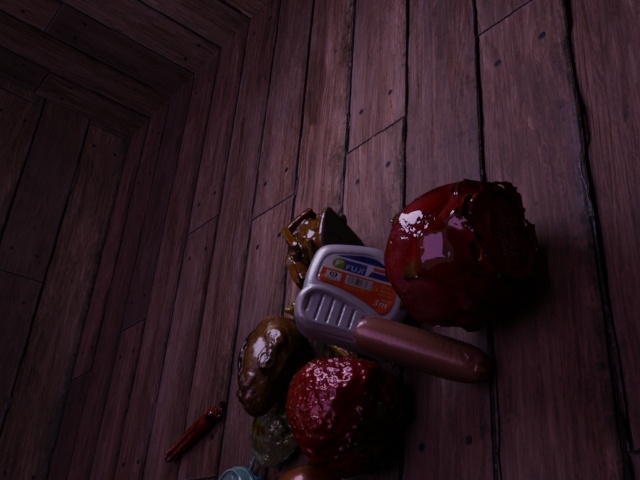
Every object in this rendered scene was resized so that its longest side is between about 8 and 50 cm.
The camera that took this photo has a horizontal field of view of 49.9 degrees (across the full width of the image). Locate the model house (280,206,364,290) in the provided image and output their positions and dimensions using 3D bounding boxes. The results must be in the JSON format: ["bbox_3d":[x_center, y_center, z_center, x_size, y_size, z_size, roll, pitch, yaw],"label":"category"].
[{"bbox_3d":[-0.016,0.049,1.831,0.229,0.199,0.220,-15,46,46],"label":"model house"}]

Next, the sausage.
[{"bbox_3d":[0.200,0.220,1.391,0.288,0.086,0.086,16,82,25],"label":"sausage"}]

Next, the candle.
[{"bbox_3d":[-0.400,0.607,2.153,0.329,0.051,0.048,-47,47,29],"label":"candle"}]

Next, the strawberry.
[{"bbox_3d":[0.033,0.366,1.494,0.276,0.257,0.258,16,83,46],"label":"strawberry"}]

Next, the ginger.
[{"bbox_3d":[-0.129,0.295,1.765,0.165,0.173,0.321,5,29,18],"label":"ginger"}]

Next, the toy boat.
[{"bbox_3d":[0.025,0.220,1.718,0.318,0.099,0.141,33,133,51],"label":"toy boat"}]

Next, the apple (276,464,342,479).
[{"bbox_3d":[-0.029,0.591,1.495,0.196,0.195,0.196,-33,45,41],"label":"apple"}]

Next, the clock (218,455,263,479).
[{"bbox_3d":[-0.224,0.678,1.839,0.211,0.066,0.159,-58,34,11],"label":"clock"}]

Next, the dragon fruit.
[{"bbox_3d":[0.271,0.027,1.342,0.302,0.295,0.296,134,147,-62],"label":"dragon fruit"}]

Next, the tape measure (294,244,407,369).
[{"bbox_3d":[0.083,0.145,1.580,0.130,0.258,0.265,84,-156,-61],"label":"tape measure"}]

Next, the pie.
[{"bbox_3d":[-0.104,0.460,1.779,0.248,0.090,0.201,-51,30,15],"label":"pie"}]

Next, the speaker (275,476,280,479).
[{"bbox_3d":[-0.131,0.698,1.708,0.218,0.044,0.082,-58,33,13],"label":"speaker"}]
